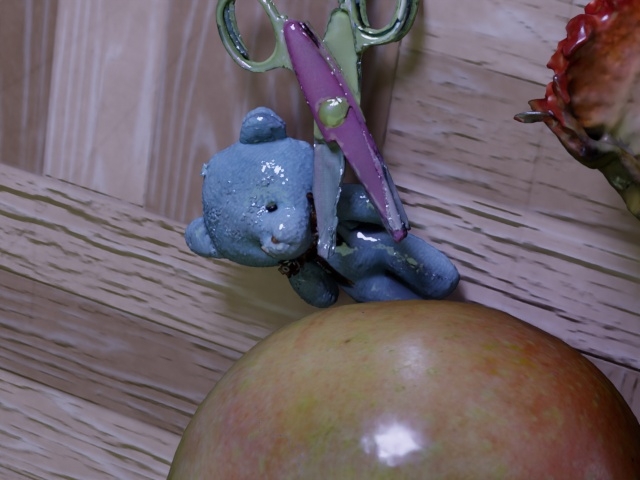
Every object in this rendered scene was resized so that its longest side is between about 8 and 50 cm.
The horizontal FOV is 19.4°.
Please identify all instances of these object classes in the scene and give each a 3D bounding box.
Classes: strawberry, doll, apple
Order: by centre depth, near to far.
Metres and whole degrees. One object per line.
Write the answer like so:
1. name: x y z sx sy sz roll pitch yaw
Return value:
1. strawberry: 0.223 -0.106 1.071 0.167 0.087 0.208 42 97 -16
2. apple: 0.061 0.180 1.140 0.319 0.277 0.319 7 117 14
3. doll: -0.002 0.001 1.212 0.180 0.075 0.120 35 118 10

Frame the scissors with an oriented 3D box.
1. scissors: 0.010 -0.084 1.170 0.134 0.020 0.187 -12 86 16
